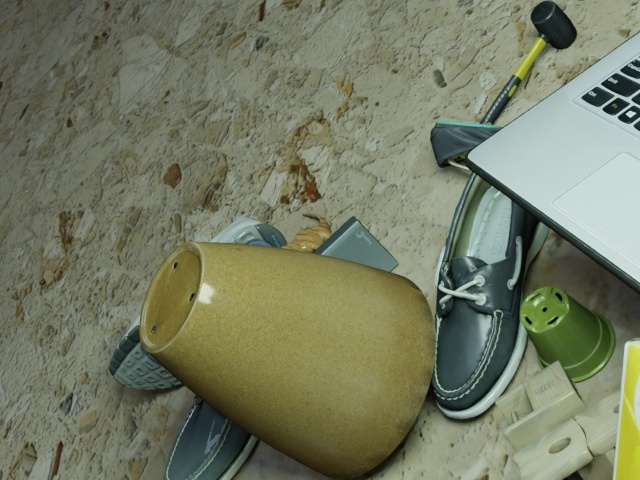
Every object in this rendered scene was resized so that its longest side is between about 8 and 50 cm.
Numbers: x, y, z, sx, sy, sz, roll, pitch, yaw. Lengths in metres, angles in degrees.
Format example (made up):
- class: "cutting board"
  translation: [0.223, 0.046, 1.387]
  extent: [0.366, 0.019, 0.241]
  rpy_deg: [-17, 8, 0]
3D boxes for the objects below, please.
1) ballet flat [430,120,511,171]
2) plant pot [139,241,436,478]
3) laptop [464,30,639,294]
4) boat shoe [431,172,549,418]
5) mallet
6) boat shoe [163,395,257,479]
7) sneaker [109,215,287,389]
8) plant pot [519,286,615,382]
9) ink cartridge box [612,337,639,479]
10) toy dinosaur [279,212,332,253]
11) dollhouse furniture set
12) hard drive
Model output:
- class: "ballet flat"
  translation: [0.222, -0.109, 1.173]
  extent: [0.203, 0.074, 0.074]
  rpy_deg: [2, 59, 36]
- class: "plant pot"
  translation: [-0.053, 0.102, 1.039]
  extent: [0.237, 0.254, 0.237]
  rpy_deg: [-36, 41, 39]
- class: "laptop"
  translation: [0.335, -0.172, 0.708]
  extent: [0.408, 0.236, 0.382]
  rpy_deg: [-35, 38, -7]
- class: "boat shoe"
  translation: [0.169, 0.039, 1.065]
  extent: [0.114, 0.091, 0.303]
  rpy_deg: [-8, 53, 38]
- class: "mallet"
  translation: [0.258, -0.207, 1.248]
  extent: [0.039, 0.062, 0.190]
  rpy_deg: [35, 98, 52]
- class: "boat shoe"
  translation: [-0.117, 0.165, 1.206]
  extent: [0.116, 0.099, 0.319]
  rpy_deg: [9, 64, 45]
- class: "sneaker"
  translation: [-0.166, 0.085, 1.338]
  extent: [0.297, 0.111, 0.129]
  rpy_deg: [-42, 23, -1]
- class: "plant pot"
  translation: [0.237, 0.085, 0.975]
  extent: [0.083, 0.079, 0.083]
  rpy_deg: [-24, 43, 25]
- class: "ink cartridge box"
  translation: [0.334, 0.241, 0.644]
  extent: [0.307, 0.072, 0.304]
  rpy_deg: [11, 100, 48]
- class: "toy dinosaur"
  translation: [0.000, 0.000, 1.258]
  extent: [0.064, 0.112, 0.211]
  rpy_deg: [-64, -9, 25]
- class: "dollhouse furniture set"
  translation: [0.252, 0.190, 0.867]
  extent: [0.129, 0.129, 0.184]
  rpy_deg: [-34, 9, 10]
- class: "hard drive"
  translation: [0.019, 0.044, 1.192]
  extent: [0.135, 0.094, 0.022]
  rpy_deg: [-44, 38, 4]
